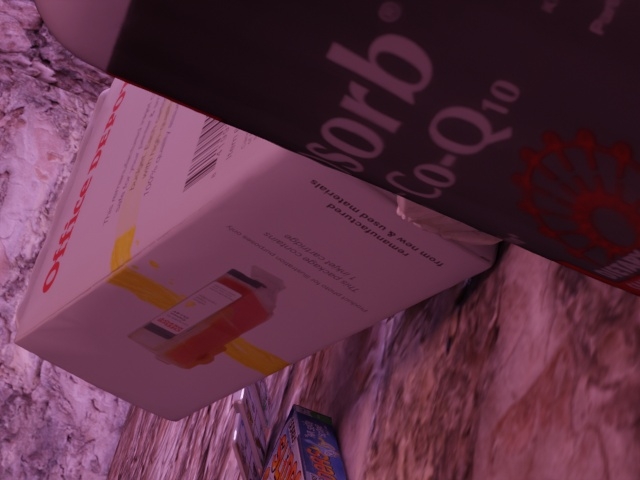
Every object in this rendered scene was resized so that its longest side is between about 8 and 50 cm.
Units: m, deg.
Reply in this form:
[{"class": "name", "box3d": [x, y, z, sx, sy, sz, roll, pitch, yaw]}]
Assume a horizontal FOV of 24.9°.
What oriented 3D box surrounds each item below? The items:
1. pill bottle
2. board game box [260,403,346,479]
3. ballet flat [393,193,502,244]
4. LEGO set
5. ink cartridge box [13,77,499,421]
[{"class": "pill bottle", "box3d": [0.020, -0.132, 0.535, 0.210, 0.363, 0.210, -158, 90, -82]}, {"class": "board game box", "box3d": [-0.024, 0.213, 1.034, 0.201, 0.035, 0.136, -111, 44, -77]}, {"class": "ballet flat", "box3d": [0.092, -0.147, 0.836, 0.409, 0.147, 0.147, -66, 6, -36]}, {"class": "LEGO set", "box3d": [-0.099, 0.097, 1.296, 0.182, 0.060, 0.244, -86, -17, -62]}, {"class": "ink cartridge box", "box3d": [-0.034, -0.063, 1.046, 0.385, 0.160, 0.279, -30, 36, 47]}]
